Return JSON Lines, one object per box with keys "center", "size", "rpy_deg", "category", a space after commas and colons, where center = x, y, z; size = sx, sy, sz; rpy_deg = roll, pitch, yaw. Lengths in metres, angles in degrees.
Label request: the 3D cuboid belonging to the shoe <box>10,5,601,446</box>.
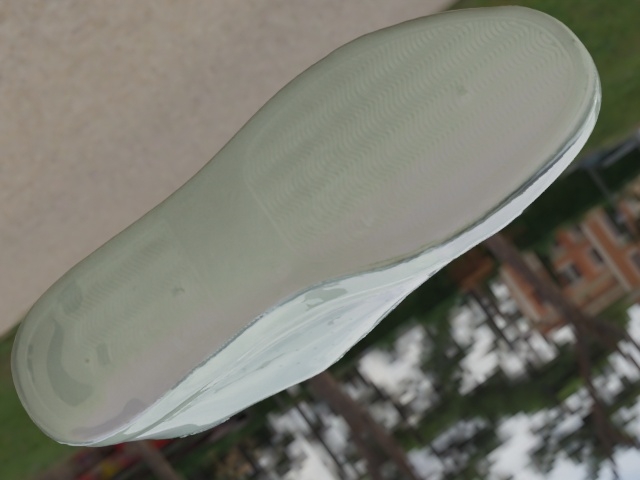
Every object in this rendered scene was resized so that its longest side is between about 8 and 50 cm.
{"center": [0.000, 0.000, 0.721], "size": [0.265, 0.095, 0.110], "rpy_deg": [-31, 161, 10], "category": "shoe"}
